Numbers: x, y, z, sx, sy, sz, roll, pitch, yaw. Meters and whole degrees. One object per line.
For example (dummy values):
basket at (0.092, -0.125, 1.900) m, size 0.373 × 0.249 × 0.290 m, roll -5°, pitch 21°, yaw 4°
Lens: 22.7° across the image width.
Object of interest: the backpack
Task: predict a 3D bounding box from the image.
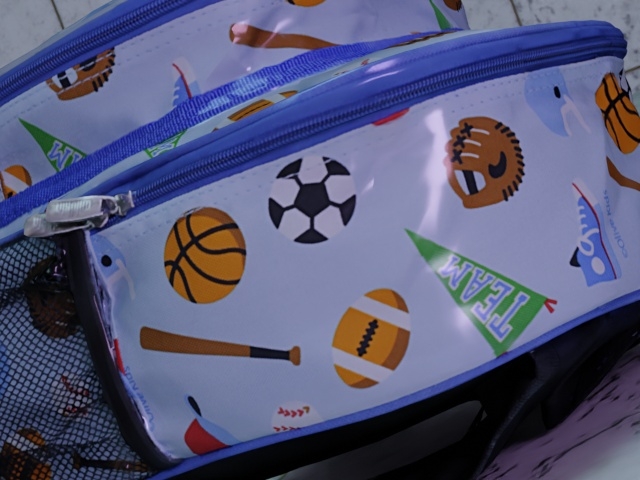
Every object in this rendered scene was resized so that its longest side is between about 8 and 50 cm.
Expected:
backpack at (0.000, 0.000, 0.597) m, size 0.263 × 0.213 × 0.276 m, roll -13°, pitch 7°, yaw 34°
